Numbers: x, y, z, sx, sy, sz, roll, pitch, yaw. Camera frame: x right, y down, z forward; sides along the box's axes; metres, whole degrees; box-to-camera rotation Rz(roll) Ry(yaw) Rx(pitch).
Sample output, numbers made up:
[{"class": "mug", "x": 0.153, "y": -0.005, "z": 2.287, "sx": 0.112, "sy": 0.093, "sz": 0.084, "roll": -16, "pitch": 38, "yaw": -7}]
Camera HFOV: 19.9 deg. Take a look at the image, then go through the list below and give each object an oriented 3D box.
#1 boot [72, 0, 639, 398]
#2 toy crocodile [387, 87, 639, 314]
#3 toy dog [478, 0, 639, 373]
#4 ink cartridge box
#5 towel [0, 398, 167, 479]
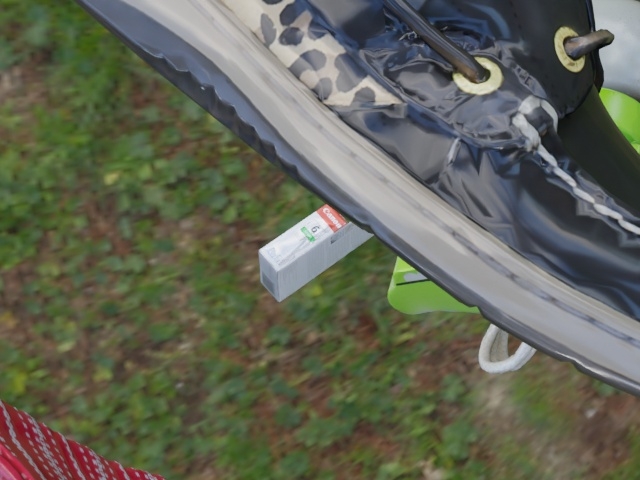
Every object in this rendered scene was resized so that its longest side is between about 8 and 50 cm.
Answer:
[{"class": "boot", "x": 0.078, "y": -0.139, "z": 0.630, "sx": 0.377, "sy": 0.138, "sz": 0.284, "roll": 38, "pitch": 98, "yaw": 7}, {"class": "toy crocodile", "x": 0.188, "y": -0.014, "z": 0.865, "sx": 0.340, "sy": 0.115, "sz": 0.105, "roll": -13, "pitch": 134, "yaw": 27}, {"class": "toy dog", "x": 0.125, "y": -0.082, "z": 1.207, "sx": 0.161, "sy": 0.220, "sz": 0.334, "roll": 19, "pitch": 137, "yaw": -17}, {"class": "ink cartridge box", "x": 0.000, "y": 0.000, "z": 1.581, "sx": 0.115, "sy": 0.063, "sz": 0.029, "roll": -35, "pitch": 69, "yaw": -17}, {"class": "towel", "x": -0.082, "y": 0.142, "z": 0.840, "sx": 0.199, "sy": 0.275, "sz": 0.031, "roll": 39, "pitch": 88, "yaw": 32}]
